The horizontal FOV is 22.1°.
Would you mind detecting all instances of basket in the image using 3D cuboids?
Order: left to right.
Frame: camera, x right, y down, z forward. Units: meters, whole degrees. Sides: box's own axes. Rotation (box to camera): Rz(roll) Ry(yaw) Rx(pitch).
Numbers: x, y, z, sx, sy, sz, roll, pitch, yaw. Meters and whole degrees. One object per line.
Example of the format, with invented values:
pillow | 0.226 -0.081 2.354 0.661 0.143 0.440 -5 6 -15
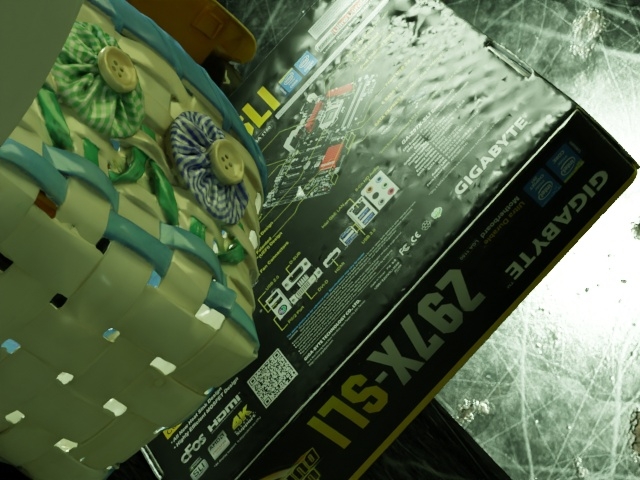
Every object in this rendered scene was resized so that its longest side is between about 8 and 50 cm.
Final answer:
basket | -0.147 -0.038 0.802 0.255 0.201 0.289 39 16 -39

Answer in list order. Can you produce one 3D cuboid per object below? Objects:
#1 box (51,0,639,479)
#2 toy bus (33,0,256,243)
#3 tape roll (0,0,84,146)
box | 0.000 0.000 0.999 0.079 0.322 0.257 38 6 -38
toy bus | -0.177 -0.106 1.179 0.149 0.220 0.211 35 1 -30
tape roll | -0.224 -0.112 0.548 0.169 0.246 0.246 45 4 28
